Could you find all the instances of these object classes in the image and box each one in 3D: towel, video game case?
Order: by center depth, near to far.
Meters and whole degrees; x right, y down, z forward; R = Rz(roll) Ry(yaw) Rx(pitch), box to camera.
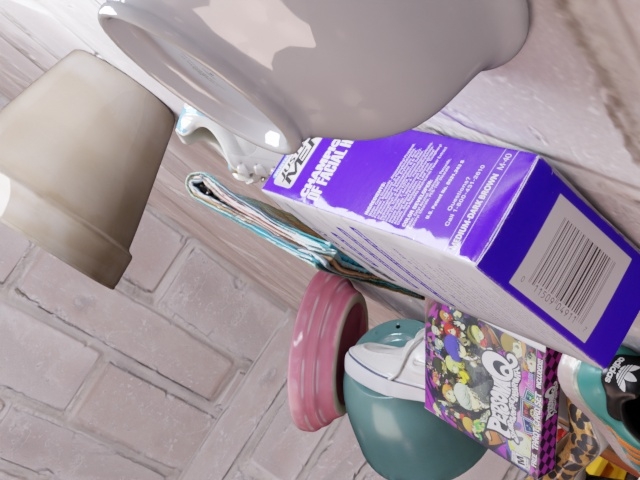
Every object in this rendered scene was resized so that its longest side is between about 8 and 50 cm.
[{"bbox_3d":[0.219,0.164,1.376,0.210,0.041,0.232,29,132,44],"label":"video game case"},{"bbox_3d":[0.000,0.000,1.536,0.271,0.040,0.370,29,-175,31],"label":"towel"}]

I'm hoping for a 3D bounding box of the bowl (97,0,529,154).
[{"bbox_3d":[-0.037,-0.144,0.634,0.298,0.134,0.298,32,173,4],"label":"bowl"}]

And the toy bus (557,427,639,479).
[{"bbox_3d":[0.447,0.395,1.818,0.149,0.220,0.211,20,159,50],"label":"toy bus"}]

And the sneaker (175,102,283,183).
[{"bbox_3d":[-0.047,-0.096,1.155,0.228,0.092,0.087,31,171,8],"label":"sneaker"}]

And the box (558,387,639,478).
[{"bbox_3d":[0.411,0.254,1.494,0.130,0.091,0.170,27,170,38],"label":"box"}]

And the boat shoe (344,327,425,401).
[{"bbox_3d":[0.206,0.196,1.810,0.367,0.156,0.136,13,-164,35],"label":"boat shoe"}]

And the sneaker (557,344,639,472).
[{"bbox_3d":[0.404,0.221,1.246,0.302,0.108,0.121,37,174,-31],"label":"sneaker"}]

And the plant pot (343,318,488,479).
[{"bbox_3d":[0.175,0.291,2.063,0.293,0.293,0.235,27,155,41],"label":"plant pot"}]

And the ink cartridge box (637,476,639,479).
[{"bbox_3d":[0.532,0.417,1.222,0.353,0.119,0.207,14,-155,6],"label":"ink cartridge box"}]

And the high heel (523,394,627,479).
[{"bbox_3d":[0.309,0.237,1.384,0.186,0.093,0.261,-7,108,47],"label":"high heel"}]

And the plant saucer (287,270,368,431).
[{"bbox_3d":[0.025,0.223,2.139,0.084,0.332,0.332,6,164,18],"label":"plant saucer"}]

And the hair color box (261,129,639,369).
[{"bbox_3d":[0.112,-0.013,0.963,0.185,0.110,0.339,36,170,-33],"label":"hair color box"}]

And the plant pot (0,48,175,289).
[{"bbox_3d":[-0.377,-0.125,1.625,0.323,0.280,0.323,32,172,5],"label":"plant pot"}]
